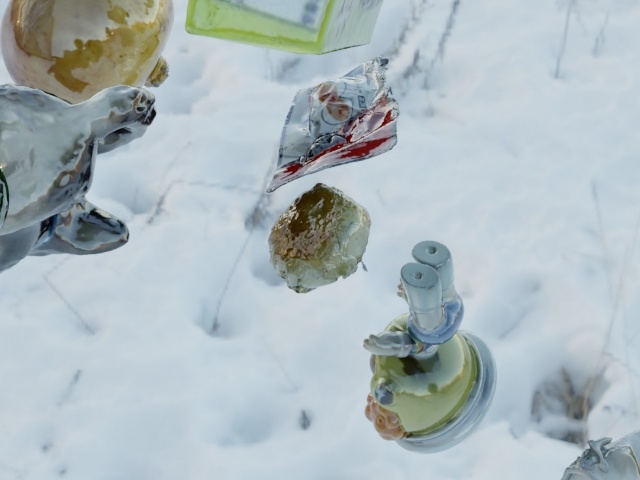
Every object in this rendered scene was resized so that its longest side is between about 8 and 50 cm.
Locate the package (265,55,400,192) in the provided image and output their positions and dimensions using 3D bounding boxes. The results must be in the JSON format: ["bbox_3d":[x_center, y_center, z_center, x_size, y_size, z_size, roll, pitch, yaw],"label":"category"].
[{"bbox_3d":[0.022,-0.166,1.519,0.194,0.071,0.269,-28,35,21],"label":"package"}]

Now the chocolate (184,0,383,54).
[{"bbox_3d":[0.006,-0.330,1.059,0.137,0.301,0.289,20,16,10],"label":"chocolate"}]

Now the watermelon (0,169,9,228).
[{"bbox_3d":[-0.330,-0.037,1.031,0.062,0.105,0.105,10,38,4],"label":"watermelon"}]

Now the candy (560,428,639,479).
[{"bbox_3d":[0.358,0.332,1.262,0.137,0.195,0.185,-19,54,-27],"label":"candy"}]

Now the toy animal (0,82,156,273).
[{"bbox_3d":[-0.342,-0.064,1.289,0.302,0.344,0.194,-24,80,-20],"label":"toy animal"}]

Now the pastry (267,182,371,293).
[{"bbox_3d":[-0.003,-0.004,1.440,0.153,0.081,0.153,-16,62,32],"label":"pastry"}]

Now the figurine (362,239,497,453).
[{"bbox_3d":[0.165,0.179,1.643,0.205,0.382,0.225,15,63,17],"label":"figurine"}]

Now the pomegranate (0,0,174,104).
[{"bbox_3d":[-0.313,-0.283,1.479,0.248,0.248,0.248,0,37,0],"label":"pomegranate"}]
